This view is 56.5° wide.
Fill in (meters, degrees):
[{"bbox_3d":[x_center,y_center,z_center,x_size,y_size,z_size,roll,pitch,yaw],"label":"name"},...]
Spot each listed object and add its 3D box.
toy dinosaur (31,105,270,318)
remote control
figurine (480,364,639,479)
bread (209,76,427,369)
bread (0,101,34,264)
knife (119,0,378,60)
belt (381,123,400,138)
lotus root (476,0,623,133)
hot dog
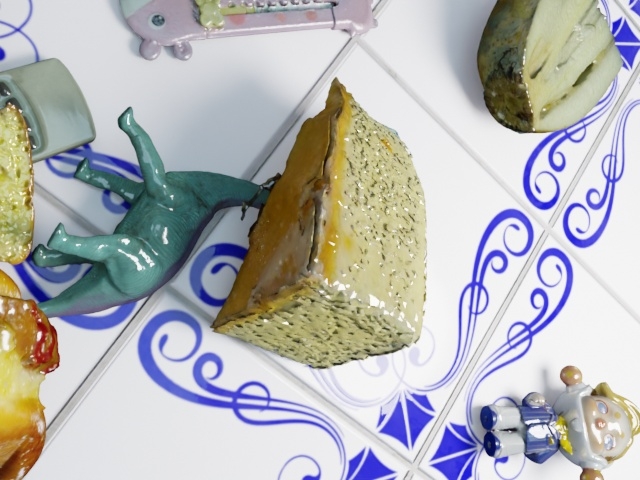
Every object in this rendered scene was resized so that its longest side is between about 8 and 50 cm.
[{"bbox_3d":[-0.186,0.024,0.799,0.331,0.129,0.383,32,76,-28],"label":"toy dinosaur"},{"bbox_3d":[-0.427,-0.130,0.725,0.285,0.038,0.123,-25,96,-23],"label":"remote control"},{"bbox_3d":[0.410,0.333,1.019,0.274,0.133,0.194,-20,72,-18],"label":"figurine"},{"bbox_3d":[0.000,0.000,0.843,0.248,0.279,0.315,29,44,-30],"label":"bread"},{"bbox_3d":[-0.388,-0.064,0.692,0.103,0.065,0.187,-8,103,-29],"label":"bread"},{"bbox_3d":[-0.090,-0.345,0.886,0.398,0.038,0.132,-13,95,-24],"label":"knife"},{"bbox_3d":[0.078,-0.117,0.934,0.105,0.058,0.140,25,76,-23],"label":"belt"},{"bbox_3d":[0.372,-0.306,1.032,0.267,0.149,0.260,44,75,-34],"label":"lotus root"},{"bbox_3d":[-0.392,0.158,0.572,0.223,0.405,0.185,14,51,-49],"label":"hot dog"}]
